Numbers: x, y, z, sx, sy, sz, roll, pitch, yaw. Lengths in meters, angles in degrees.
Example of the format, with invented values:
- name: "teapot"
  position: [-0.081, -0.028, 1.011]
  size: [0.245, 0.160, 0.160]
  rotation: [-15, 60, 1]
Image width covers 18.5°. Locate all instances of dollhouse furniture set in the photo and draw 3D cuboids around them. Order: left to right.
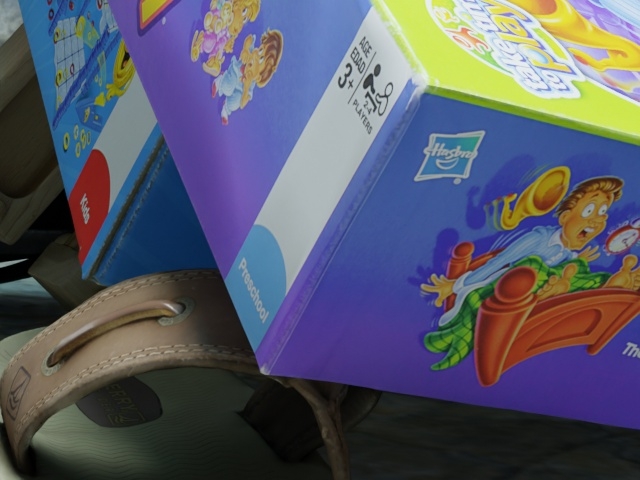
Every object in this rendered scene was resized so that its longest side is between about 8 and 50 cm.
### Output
- name: "dollhouse furniture set"
  position: [-0.041, -0.027, 0.764]
  size: [0.151, 0.144, 0.123]
  rotation: [49, -18, -31]

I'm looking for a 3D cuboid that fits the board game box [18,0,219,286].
- name: "board game box"
  position: [0.044, -0.076, 0.728]
  size: [0.308, 0.086, 0.302]
  rotation: [14, 32, -28]

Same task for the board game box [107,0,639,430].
- name: "board game box"
  position: [0.049, -0.087, 0.574]
  size: [0.233, 0.078, 0.347]
  rotation: [11, 33, -31]

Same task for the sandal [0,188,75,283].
- name: "sandal"
  position: [-0.175, -0.001, 0.811]
  size: [0.254, 0.054, 0.097]
  rotation: [-9, -28, -22]

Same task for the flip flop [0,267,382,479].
- name: "flip flop"
  position: [-0.032, 0.042, 0.504]
  size: [0.112, 0.080, 0.277]
  rotation: [3, 8, -19]
